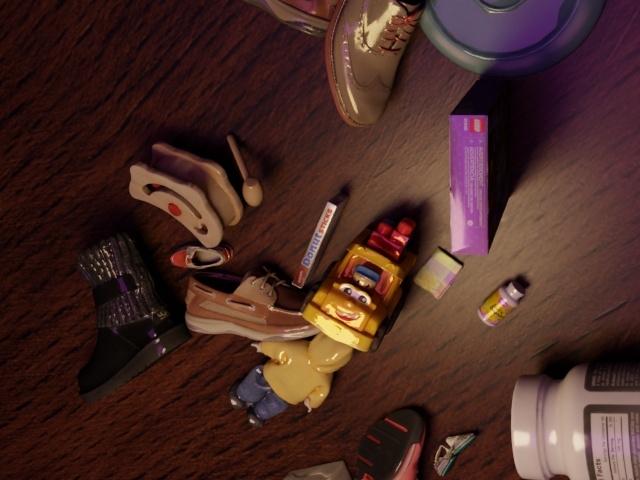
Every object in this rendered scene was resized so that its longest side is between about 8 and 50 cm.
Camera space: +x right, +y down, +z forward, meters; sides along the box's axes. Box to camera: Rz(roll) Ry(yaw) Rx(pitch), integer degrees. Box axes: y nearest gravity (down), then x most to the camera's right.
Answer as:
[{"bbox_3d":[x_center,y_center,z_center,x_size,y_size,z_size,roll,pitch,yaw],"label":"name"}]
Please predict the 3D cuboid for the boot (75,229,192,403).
[{"bbox_3d":[-0.421,0.152,1.941,0.348,0.131,0.260,-36,88,35],"label":"boot"}]

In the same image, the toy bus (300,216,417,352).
[{"bbox_3d":[0.086,0.058,1.646,0.149,0.220,0.211,31,111,7],"label":"toy bus"}]

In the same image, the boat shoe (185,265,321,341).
[{"bbox_3d":[-0.114,0.112,1.803,0.324,0.123,0.117,1,106,22],"label":"boat shoe"}]

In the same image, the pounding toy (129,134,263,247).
[{"bbox_3d":[-0.208,-0.099,1.797,0.269,0.155,0.154,22,144,25],"label":"pounding toy"}]

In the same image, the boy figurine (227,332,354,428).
[{"bbox_3d":[-0.051,0.240,1.831,0.177,0.092,0.285,45,118,-10],"label":"boy figurine"}]

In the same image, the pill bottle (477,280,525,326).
[{"bbox_3d":[0.309,0.106,1.657,0.043,0.043,0.083,44,119,4],"label":"pill bottle"}]

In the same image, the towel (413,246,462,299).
[{"bbox_3d":[0.205,0.058,1.705,0.060,0.009,0.083,37,118,9],"label":"towel"}]

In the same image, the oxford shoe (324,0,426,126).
[{"bbox_3d":[0.093,-0.339,1.526,0.130,0.123,0.348,30,124,49],"label":"oxford shoe"}]

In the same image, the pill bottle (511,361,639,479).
[{"bbox_3d":[0.500,0.296,1.547,0.362,0.210,0.210,-4,106,25],"label":"pill bottle"}]

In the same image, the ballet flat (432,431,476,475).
[{"bbox_3d":[0.240,0.383,1.790,0.041,0.041,0.114,36,117,8],"label":"ballet flat"}]

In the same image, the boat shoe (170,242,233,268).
[{"bbox_3d":[-0.233,0.032,1.868,0.137,0.043,0.049,-4,108,26],"label":"boat shoe"}]

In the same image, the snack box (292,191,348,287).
[{"bbox_3d":[0.000,0.000,1.742,0.022,0.064,0.178,29,117,10],"label":"snack box"}]

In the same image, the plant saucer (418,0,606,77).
[{"bbox_3d":[0.279,-0.404,1.493,0.317,0.043,0.318,8,112,21],"label":"plant saucer"}]

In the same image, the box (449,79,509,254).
[{"bbox_3d":[0.243,-0.119,1.464,0.057,0.293,0.201,3,109,16],"label":"box"}]

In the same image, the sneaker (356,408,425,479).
[{"bbox_3d":[0.135,0.459,1.834,0.116,0.136,0.314,31,103,51],"label":"sneaker"}]

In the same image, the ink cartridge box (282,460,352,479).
[{"bbox_3d":[0.021,0.563,1.923,0.134,0.078,0.231,-18,100,28],"label":"ink cartridge box"}]

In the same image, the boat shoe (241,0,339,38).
[{"bbox_3d":[-0.094,-0.446,1.606,0.324,0.122,0.120,26,111,4],"label":"boat shoe"}]
